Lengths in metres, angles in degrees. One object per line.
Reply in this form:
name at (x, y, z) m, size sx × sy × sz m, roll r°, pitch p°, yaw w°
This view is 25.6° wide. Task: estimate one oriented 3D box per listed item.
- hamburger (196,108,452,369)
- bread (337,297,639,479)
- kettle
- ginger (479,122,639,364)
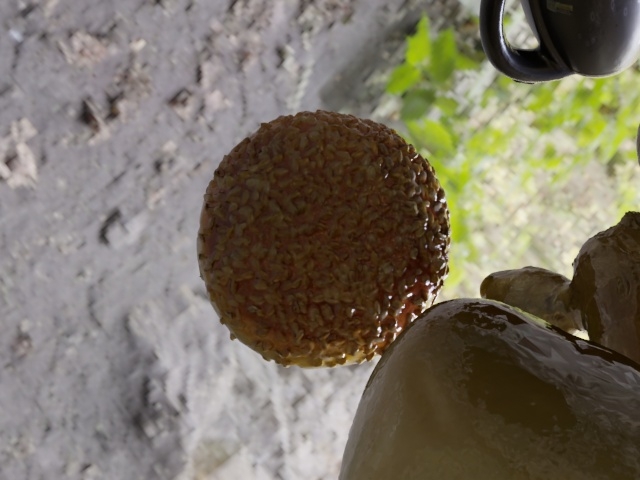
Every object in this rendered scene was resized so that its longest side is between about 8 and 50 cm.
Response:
hamburger at (0.000, 0.000, 1.769) m, size 0.330 × 0.330 × 0.250 m, roll -45°, pitch -178°, yaw 1°
bread at (0.208, 0.220, 1.275) m, size 0.348 × 0.376 × 0.253 m, roll -22°, pitch 136°, yaw -52°
kettle at (0.333, -0.335, 1.856) m, size 0.268 × 0.207 × 0.290 m, roll -17°, pitch 136°, yaw -7°
ginger at (0.362, 0.055, 1.554) m, size 0.363 × 0.348 × 0.122 m, roll -41°, pitch 133°, yaw 15°
